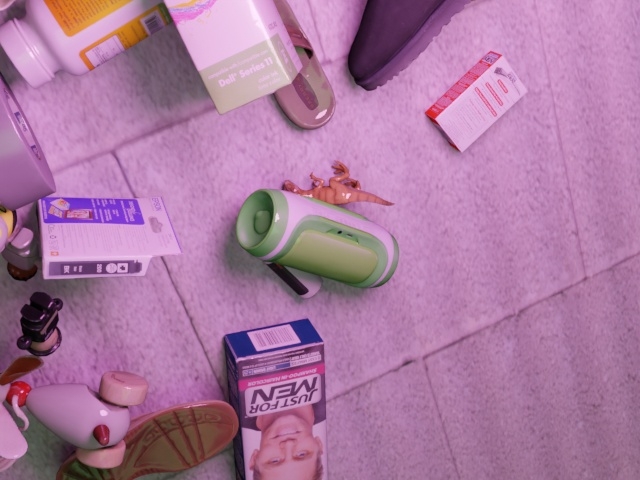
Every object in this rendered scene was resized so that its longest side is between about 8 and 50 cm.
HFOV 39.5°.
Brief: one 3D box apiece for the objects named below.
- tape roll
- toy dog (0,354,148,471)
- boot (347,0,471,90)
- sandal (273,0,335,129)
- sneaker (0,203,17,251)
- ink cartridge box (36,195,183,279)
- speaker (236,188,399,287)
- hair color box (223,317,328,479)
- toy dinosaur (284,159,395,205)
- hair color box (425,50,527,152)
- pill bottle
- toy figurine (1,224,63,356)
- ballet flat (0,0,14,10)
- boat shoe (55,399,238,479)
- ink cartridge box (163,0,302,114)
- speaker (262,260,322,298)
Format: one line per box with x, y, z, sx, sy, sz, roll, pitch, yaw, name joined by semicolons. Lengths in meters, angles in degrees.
-0.465;-0.155;1.294;0.072;0.219;0.219;-26;119;-8;tape roll
-0.455;0.289;1.479;0.334;0.161;0.220;-5;95;-6;toy dog
0.019;-0.477;1.361;0.445;0.146;0.367;32;129;-20;boot
-0.062;-0.307;1.453;0.120;0.086;0.303;-41;117;0;sandal
-0.617;-0.103;1.301;0.384;0.147;0.145;48;129;-9;sneaker
-0.339;-0.009;1.415;0.208;0.206;0.045;-2;119;-19;ink cartridge box
0.000;0.000;1.566;0.297;0.131;0.131;18;105;-39;speaker
-0.082;0.337;1.723;0.174;0.105;0.347;-10;116;-16;hair color box
0.043;-0.083;1.572;0.212;0.112;0.064;4;131;17;toy dinosaur
0.285;-0.254;1.630;0.167;0.053;0.093;-42;119;3;hair color box
-0.343;-0.329;1.310;0.246;0.136;0.136;-32;120;-5;pill bottle
-0.520;0.093;1.391;0.213;0.209;0.148;-16;155;-20;toy figurine
-0.510;-0.357;1.218;0.483;0.164;0.182;-32;156;8;ballet flat
-0.321;0.370;1.646;0.341;0.110;0.121;-18;103;-8;boat shoe
-0.155;-0.376;1.272;0.119;0.207;0.353;-23;105;10;ink cartridge box
-0.058;0.046;1.633;0.055;0.055;0.136;-43;121;2;speaker
